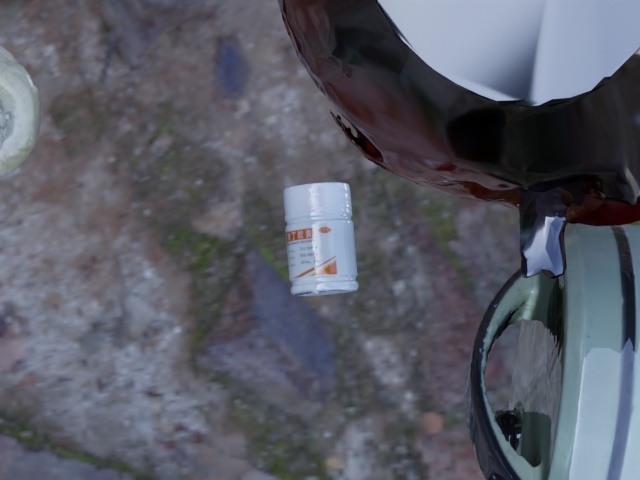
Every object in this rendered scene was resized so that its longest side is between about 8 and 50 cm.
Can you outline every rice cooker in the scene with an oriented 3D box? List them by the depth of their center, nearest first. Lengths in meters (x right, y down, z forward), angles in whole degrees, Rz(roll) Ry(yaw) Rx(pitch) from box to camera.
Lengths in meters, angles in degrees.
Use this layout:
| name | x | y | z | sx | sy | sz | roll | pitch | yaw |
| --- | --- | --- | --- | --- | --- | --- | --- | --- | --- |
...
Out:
| name | x | y | z | sx | sy | sz | roll | pitch | yaw |
| --- | --- | --- | --- | --- | --- | --- | --- | --- | --- |
| rice cooker | 0.208 | 0.095 | 1.024 | 0.244 | 0.226 | 0.226 | 6 | 75 | 1 |

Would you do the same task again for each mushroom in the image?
| name | x | y | z | sx | sy | sz | roll | pitch | yaw |
| --- | --- | --- | --- | --- | --- | --- | --- | --- | --- |
| mushroom | -0.330 | -0.113 | 1.564 | 0.154 | 0.122 | 0.154 | -13 | 121 | -22 |

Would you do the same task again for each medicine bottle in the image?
| name | x | y | z | sx | sy | sz | roll | pitch | yaw |
| --- | --- | --- | --- | --- | --- | --- | --- | --- | --- |
| medicine bottle | 0.000 | 0.000 | 1.408 | 0.057 | 0.057 | 0.089 | -1 | 84 | -37 |

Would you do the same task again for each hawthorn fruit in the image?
| name | x | y | z | sx | sy | sz | roll | pitch | yaw |
| --- | --- | --- | --- | --- | --- | --- | --- | --- | --- |
| hawthorn fruit | 0.113 | -0.156 | 0.833 | 0.316 | 0.316 | 0.316 | 8 | 77 | -36 |
